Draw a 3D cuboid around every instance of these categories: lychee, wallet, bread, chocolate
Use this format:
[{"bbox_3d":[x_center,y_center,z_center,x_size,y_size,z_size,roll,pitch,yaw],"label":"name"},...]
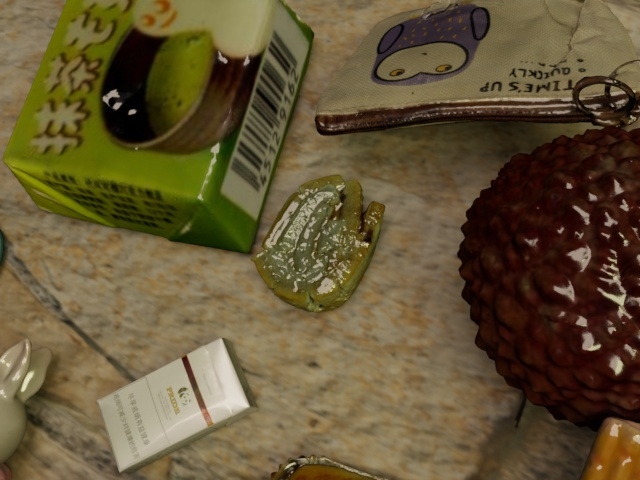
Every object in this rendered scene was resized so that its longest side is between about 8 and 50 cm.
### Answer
[{"bbox_3d":[0.253,0.035,0.580,0.264,0.264,0.300,-43,43,-5],"label":"lychee"},{"bbox_3d":[0.168,-0.191,0.715,0.335,0.068,0.274,0,38,22],"label":"wallet"},{"bbox_3d":[0.000,0.000,0.748,0.118,0.064,0.156,23,79,16],"label":"bread"},{"bbox_3d":[-0.188,-0.163,0.799,0.289,0.137,0.300,12,74,15],"label":"chocolate"}]

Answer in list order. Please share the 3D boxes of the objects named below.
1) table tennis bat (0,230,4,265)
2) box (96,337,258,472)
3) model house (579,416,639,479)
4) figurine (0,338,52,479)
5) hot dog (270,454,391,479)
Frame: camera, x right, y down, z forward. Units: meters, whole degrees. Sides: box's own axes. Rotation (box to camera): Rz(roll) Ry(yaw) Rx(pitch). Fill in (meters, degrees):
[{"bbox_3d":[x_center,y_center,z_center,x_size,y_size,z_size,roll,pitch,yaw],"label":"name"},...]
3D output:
[{"bbox_3d":[-0.476,0.050,0.841,0.124,0.033,0.201,32,78,21],"label":"table tennis bat"},{"bbox_3d":[-0.154,0.176,0.733,0.154,0.040,0.084,-27,67,0],"label":"box"},{"bbox_3d":[0.293,0.231,0.505,0.238,0.237,0.202,16,97,12],"label":"model house"},{"bbox_3d":[-0.388,0.215,0.727,0.155,0.127,0.235,3,67,22],"label":"figurine"},{"bbox_3d":[0.055,0.305,0.628,0.271,0.082,0.162,18,75,17],"label":"hot dog"}]
